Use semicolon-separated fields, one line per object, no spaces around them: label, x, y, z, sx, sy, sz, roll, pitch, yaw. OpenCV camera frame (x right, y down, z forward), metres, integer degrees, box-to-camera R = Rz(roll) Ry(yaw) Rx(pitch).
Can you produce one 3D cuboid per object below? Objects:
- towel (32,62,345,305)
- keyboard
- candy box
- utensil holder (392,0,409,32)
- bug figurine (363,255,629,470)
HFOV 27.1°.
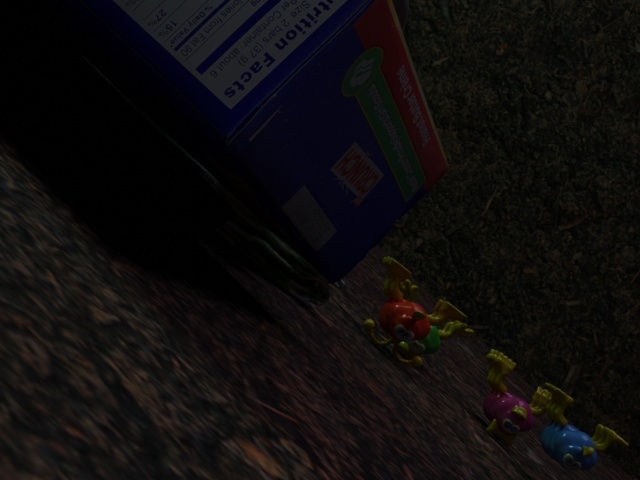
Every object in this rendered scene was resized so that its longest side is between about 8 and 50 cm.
towel;-0.136;-0.081;0.988;0.325;0.038;0.248;37;6;-47
keyboard;-0.126;-0.077;0.765;0.192;0.038;0.100;44;27;1
candy box;-0.086;-0.143;0.792;0.317;0.122;0.268;44;-5;19
utensil holder;-0.130;-0.322;1.647;0.385;0.327;0.327;47;5;18
bug figurine;0.147;0.127;1.253;0.279;0.072;0.216;38;-2;-2
